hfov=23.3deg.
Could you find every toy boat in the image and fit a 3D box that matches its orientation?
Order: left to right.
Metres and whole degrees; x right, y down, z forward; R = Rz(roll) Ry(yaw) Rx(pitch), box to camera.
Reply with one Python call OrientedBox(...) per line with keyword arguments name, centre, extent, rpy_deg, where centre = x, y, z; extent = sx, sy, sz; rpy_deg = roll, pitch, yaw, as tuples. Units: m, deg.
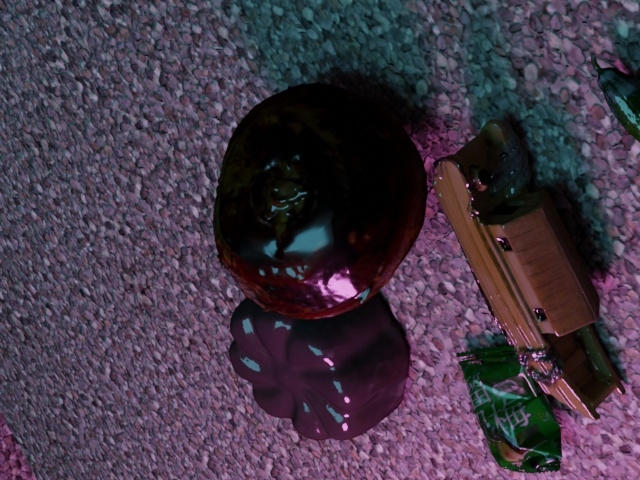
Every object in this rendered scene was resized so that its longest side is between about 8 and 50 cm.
OrientedBox(name="toy boat", centre=(0.297, 0.044, 2.101), extent=(0.162, 0.136, 0.445), rpy_deg=(1, 124, 52))

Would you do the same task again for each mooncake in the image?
OrientedBox(name="mooncake", centre=(-0.008, 0.190, 2.527), extent=(0.306, 0.154, 0.306), rpy_deg=(31, 141, 29))

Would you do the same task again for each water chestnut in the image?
OrientedBox(name="water chestnut", centre=(0.015, -0.045, 2.212), extent=(0.350, 0.302, 0.350), rpy_deg=(-9, 77, 40))

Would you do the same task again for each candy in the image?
OrientedBox(name="candy", centre=(0.287, 0.252, 2.316), extent=(0.141, 0.078, 0.203), rpy_deg=(-19, 92, 41))

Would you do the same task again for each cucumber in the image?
OrientedBox(name="cucumber", centre=(0.411, -0.131, 1.882), extent=(0.250, 0.056, 0.056), rpy_deg=(49, 144, 1))
